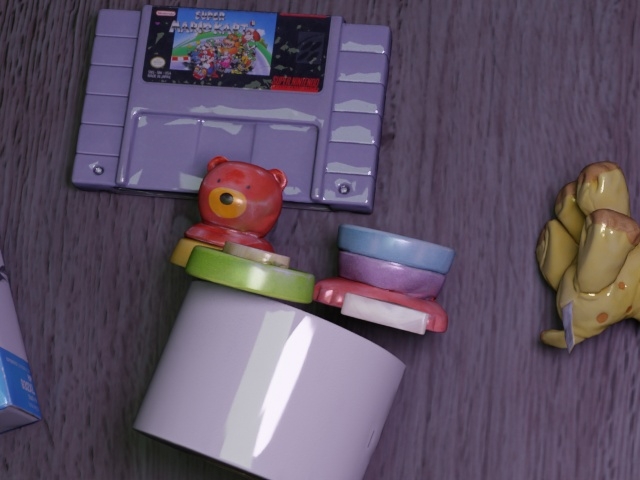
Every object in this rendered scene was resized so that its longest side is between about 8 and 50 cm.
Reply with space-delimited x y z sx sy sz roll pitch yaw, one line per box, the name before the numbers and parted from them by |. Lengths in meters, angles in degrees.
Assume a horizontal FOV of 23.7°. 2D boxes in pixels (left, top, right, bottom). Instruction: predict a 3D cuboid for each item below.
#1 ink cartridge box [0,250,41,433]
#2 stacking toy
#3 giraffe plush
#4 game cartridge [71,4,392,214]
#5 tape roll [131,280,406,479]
ink cartridge box | -0.471 0.084 1.736 0.223 0.129 0.307 -18 74 3
stacking toy | 0.000 0.000 1.601 0.309 0.279 0.130 14 90 -1
giraffe plush | 0.341 0.037 1.632 0.171 0.181 0.210 10 66 -12
game cartridge | -0.102 -0.158 1.784 0.355 0.068 0.230 4 81 9
tape roll | -0.056 0.165 1.599 0.246 0.246 0.169 20 79 12
